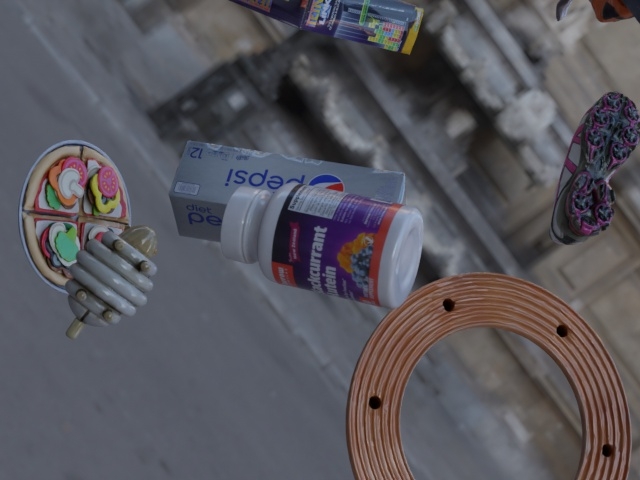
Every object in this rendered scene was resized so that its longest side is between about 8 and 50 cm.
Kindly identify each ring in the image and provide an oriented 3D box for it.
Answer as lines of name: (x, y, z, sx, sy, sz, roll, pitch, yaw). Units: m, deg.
ring: (0.180, 0.201, 1.591, 0.336, 0.336, 0.032, 53, -25, -3)

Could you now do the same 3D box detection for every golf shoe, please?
golf shoe: (0.293, -0.081, 1.640, 0.067, 0.186, 0.086, 29, -23, -12)

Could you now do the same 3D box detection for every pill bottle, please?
pill bottle: (0.000, 0.000, 1.539, 0.193, 0.108, 0.108, 12, -9, 18)

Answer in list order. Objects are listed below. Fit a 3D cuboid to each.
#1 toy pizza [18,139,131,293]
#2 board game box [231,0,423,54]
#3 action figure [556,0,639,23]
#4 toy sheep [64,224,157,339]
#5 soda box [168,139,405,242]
toy pizza: (-0.309, -0.030, 1.928, 0.032, 0.201, 0.201, 0, -34, 36)
board game box: (-0.014, -0.223, 1.363, 0.141, 0.048, 0.170, 4, 18, -43)
action figure: (0.377, -0.354, 1.771, 0.330, 0.178, 0.341, 8, -25, 38)
toy sheep: (-0.204, 0.039, 1.435, 0.091, 0.132, 0.091, 40, -5, 5)
soda box: (-0.039, -0.043, 1.872, 0.098, 0.286, 0.091, 84, 19, -56)
